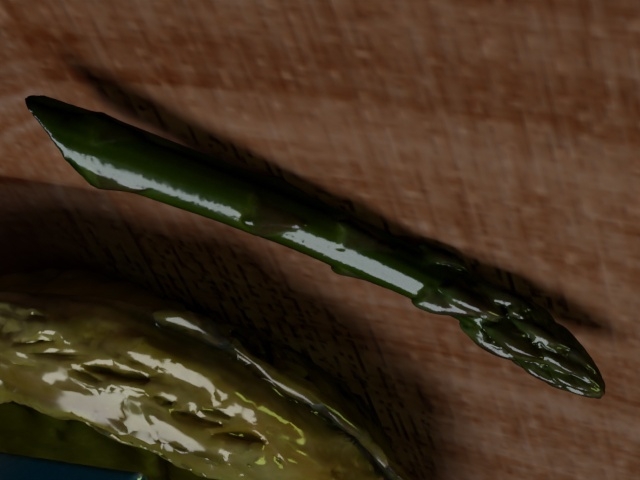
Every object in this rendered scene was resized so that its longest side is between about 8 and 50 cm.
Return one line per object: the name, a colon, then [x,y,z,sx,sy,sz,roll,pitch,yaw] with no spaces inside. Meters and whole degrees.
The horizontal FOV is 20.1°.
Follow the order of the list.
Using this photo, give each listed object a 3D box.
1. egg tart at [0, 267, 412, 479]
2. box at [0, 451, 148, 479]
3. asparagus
egg tart: [-0.077,0.094,0.812,0.279,0.095,0.279,13,147,8]
box: [-0.151,0.151,0.781,0.194,0.073,0.139,6,145,23]
asparagus: [0.000,0.000,0.662,0.236,0.034,0.027,24,132,-4]
